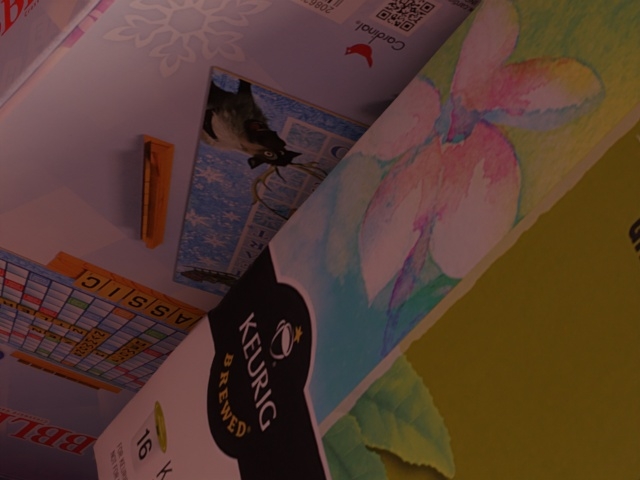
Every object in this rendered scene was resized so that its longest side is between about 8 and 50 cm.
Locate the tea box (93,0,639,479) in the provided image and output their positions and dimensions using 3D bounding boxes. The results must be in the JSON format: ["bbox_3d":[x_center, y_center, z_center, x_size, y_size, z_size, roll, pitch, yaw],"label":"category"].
[{"bbox_3d":[0.162,0.086,0.546,0.329,0.323,0.220,18,37,-33],"label":"tea box"}]

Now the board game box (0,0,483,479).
[{"bbox_3d":[0.000,0.000,0.649,0.318,0.318,0.066,22,45,-35],"label":"board game box"}]
